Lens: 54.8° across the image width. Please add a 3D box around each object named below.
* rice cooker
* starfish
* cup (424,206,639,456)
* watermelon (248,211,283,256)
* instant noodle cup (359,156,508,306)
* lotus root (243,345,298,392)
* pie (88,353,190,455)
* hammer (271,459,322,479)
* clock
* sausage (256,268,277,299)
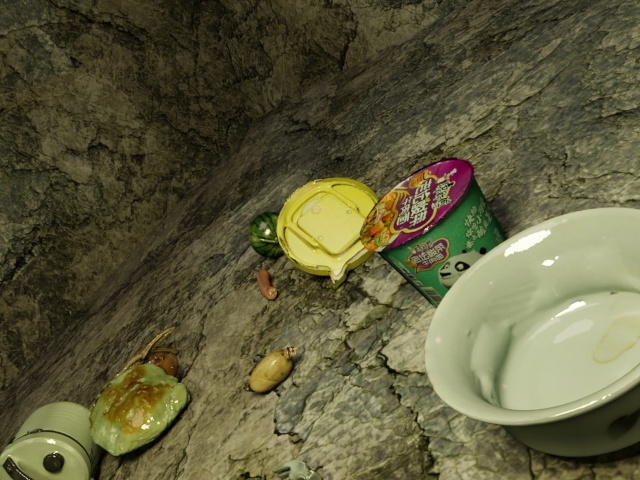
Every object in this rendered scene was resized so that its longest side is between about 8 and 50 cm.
[{"bbox_3d":[-0.656,0.537,1.518,0.226,0.226,0.244,-39,15,2],"label":"rice cooker"},{"bbox_3d":[-0.492,0.333,1.739,0.213,0.057,0.238,-60,-22,11],"label":"starfish"},{"bbox_3d":[0.321,0.131,0.782,0.347,0.163,0.347,-34,22,16],"label":"cup"},{"bbox_3d":[-0.146,-0.012,1.867,0.140,0.141,0.187,-41,24,-2],"label":"watermelon"},{"bbox_3d":[0.227,-0.005,1.165,0.251,0.190,0.251,-34,22,16],"label":"instant noodle cup"},{"bbox_3d":[-0.102,0.277,1.328,0.152,0.063,0.072,-44,-6,8],"label":"lotus root"},{"bbox_3d":[-0.456,0.413,1.548,0.257,0.106,0.274,-26,29,-13],"label":"pie"},{"bbox_3d":[-0.100,0.468,1.003,0.246,0.029,0.103,-50,24,-21],"label":"hammer"},{"bbox_3d":[0.030,-0.031,1.575,0.277,0.071,0.293,-37,57,-9],"label":"clock"},{"bbox_3d":[-0.151,0.125,1.736,0.047,0.040,0.177,-33,22,-1],"label":"sausage"}]
